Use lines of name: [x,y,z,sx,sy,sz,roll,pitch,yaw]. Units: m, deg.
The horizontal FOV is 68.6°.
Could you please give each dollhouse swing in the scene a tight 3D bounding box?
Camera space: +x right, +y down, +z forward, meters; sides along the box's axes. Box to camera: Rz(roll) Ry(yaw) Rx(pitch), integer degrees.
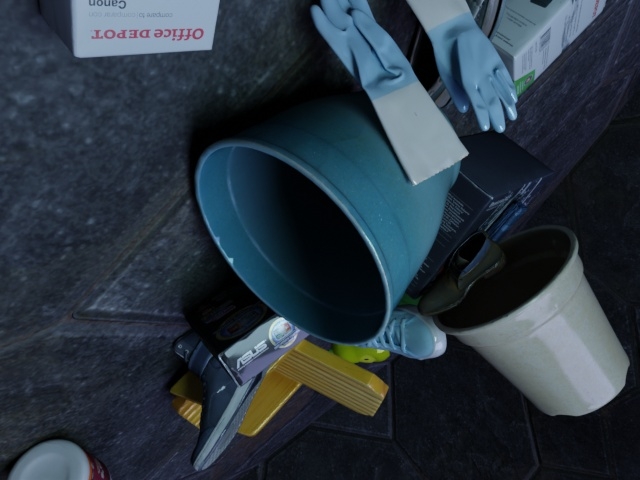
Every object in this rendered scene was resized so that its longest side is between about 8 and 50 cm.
dollhouse swing: [-0.077,0.358,1.012,0.315,0.305,0.347,-44,160,-22]

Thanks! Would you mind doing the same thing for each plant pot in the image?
plant pot: [0.467,0.189,1.007,0.333,0.305,0.334,-39,-172,7]
plant pot: [0.034,-0.061,0.578,0.255,0.271,0.272,-44,161,-32]

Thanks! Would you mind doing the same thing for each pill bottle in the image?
pill bottle: [-0.435,0.429,0.810,0.121,0.121,0.221,-32,155,-25]

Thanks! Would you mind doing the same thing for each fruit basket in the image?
fruit basket: [0.217,0.269,1.454,0.392,0.282,0.392,-50,158,-29]

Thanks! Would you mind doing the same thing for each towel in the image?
towel: [0.397,-0.033,1.023,0.067,0.029,0.119,-7,136,-54]

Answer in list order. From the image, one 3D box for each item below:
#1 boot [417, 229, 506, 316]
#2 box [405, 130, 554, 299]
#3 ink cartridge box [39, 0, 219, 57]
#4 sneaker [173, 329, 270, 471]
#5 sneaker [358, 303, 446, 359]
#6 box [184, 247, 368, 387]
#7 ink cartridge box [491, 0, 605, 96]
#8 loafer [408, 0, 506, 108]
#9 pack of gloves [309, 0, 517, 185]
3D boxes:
boot: [0.279,0.066,0.983,0.219,0.082,0.106,-39,133,4]
box: [0.326,-0.069,1.110,0.343,0.179,0.313,-20,147,-43]
ink cartridge box: [-0.118,-0.202,0.303,0.109,0.063,0.150,-23,150,-39]
sneaker: [-0.202,0.259,0.815,0.086,0.163,0.226,87,28,-65]
sneaker: [0.138,0.228,1.165,0.150,0.135,0.365,-16,-170,-33]
box: [-0.062,0.088,0.738,0.270,0.060,0.216,-34,-161,-20]
ink cartridge box: [0.368,-0.365,0.780,0.208,0.087,0.153,-46,157,8]
loafer: [0.166,-0.267,0.623,0.084,0.096,0.268,-29,156,-16]
pack of gloves: [0.102,-0.191,0.509,0.195,0.232,0.046,-30,179,-24]
